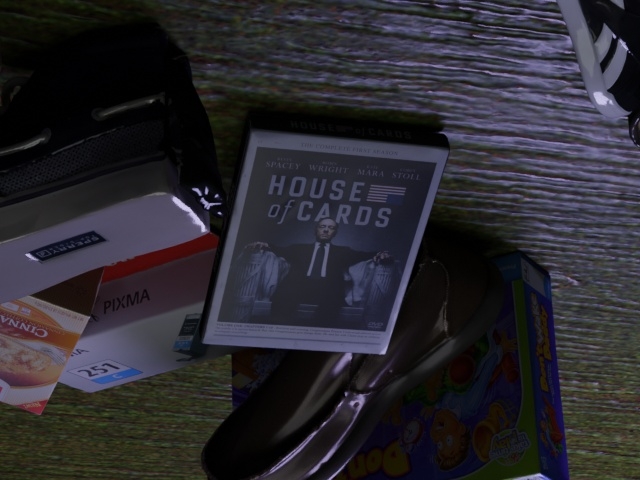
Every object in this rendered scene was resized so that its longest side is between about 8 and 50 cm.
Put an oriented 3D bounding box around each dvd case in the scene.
[{"bbox_3d":[0.000,0.000,1.583,0.179,0.030,0.239,4,127,-14],"label":"dvd case"}]

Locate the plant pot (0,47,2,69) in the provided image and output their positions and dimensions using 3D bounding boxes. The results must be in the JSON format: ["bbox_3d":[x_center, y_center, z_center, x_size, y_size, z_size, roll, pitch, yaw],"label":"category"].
[{"bbox_3d":[-0.291,-0.136,1.308,0.109,0.109,0.096,17,138,-36],"label":"plant pot"}]

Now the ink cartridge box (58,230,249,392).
[{"bbox_3d":[-0.203,0.062,1.783,0.296,0.066,0.261,-18,152,29],"label":"ink cartridge box"}]

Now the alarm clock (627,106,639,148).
[{"bbox_3d":[0.314,-0.109,1.455,0.129,0.064,0.192,-6,152,8],"label":"alarm clock"}]

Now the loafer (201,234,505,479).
[{"bbox_3d":[0.008,0.117,1.755,0.366,0.134,0.130,-44,126,5],"label":"loafer"}]

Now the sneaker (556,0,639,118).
[{"bbox_3d":[0.238,-0.169,1.279,0.121,0.079,0.217,-11,144,18],"label":"sneaker"}]

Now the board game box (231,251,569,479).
[{"bbox_3d":[0.074,0.169,1.837,0.347,0.233,0.078,-16,152,26],"label":"board game box"}]

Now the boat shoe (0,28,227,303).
[{"bbox_3d":[-0.238,-0.053,1.411,0.340,0.158,0.127,-14,154,14],"label":"boat shoe"}]

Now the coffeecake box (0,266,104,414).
[{"bbox_3d":[-0.305,0.074,1.720,0.142,0.068,0.185,20,139,-11],"label":"coffeecake box"}]
